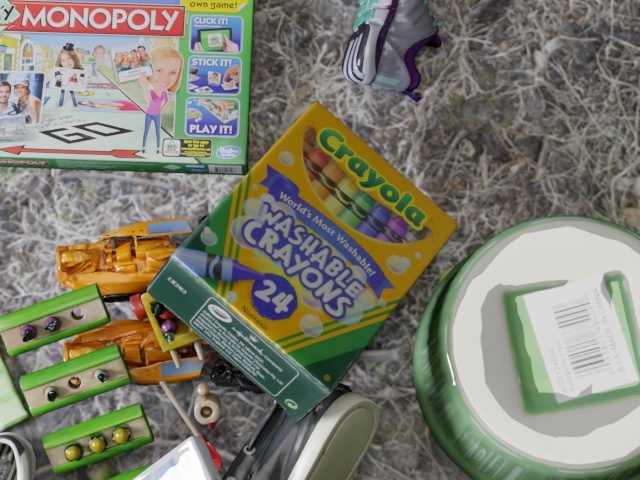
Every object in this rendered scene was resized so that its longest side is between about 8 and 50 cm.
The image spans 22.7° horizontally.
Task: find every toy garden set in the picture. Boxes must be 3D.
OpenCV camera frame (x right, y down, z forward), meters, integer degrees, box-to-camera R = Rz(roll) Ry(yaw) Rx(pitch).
[{"bbox_3d":[-0.193,0.162,1.625,0.204,0.049,0.244,-19,102,0],"label":"toy garden set"}]

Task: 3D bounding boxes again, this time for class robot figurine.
[{"bbox_3d":[-0.130,0.064,1.695,0.291,0.085,0.211,-7,78,-3],"label":"robot figurine"}]

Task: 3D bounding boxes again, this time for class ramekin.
[{"bbox_3d":[0.252,0.119,1.656,0.303,0.148,0.303,0,75,-1],"label":"ramekin"}]

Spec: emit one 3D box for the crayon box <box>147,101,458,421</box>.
[{"bbox_3d":[0.000,0.000,1.635,0.203,0.083,0.323,41,52,-1],"label":"crayon box"}]

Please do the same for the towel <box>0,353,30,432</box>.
[{"bbox_3d":[-0.400,0.174,1.697,0.152,0.023,0.113,-25,79,-10],"label":"towel"}]

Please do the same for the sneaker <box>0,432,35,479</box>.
[{"bbox_3d":[-0.361,0.315,1.620,0.094,0.091,0.258,13,75,2],"label":"sneaker"}]

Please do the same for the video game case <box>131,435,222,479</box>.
[{"bbox_3d":[-0.161,0.329,1.565,0.212,0.023,0.193,-38,61,19],"label":"video game case"}]

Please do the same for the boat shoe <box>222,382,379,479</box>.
[{"bbox_3d":[-0.079,0.280,1.627,0.113,0.127,0.340,33,91,34],"label":"boat shoe"}]

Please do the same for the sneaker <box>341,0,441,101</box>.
[{"bbox_3d":[0.098,-0.269,1.806,0.098,0.083,0.223,20,79,-17],"label":"sneaker"}]

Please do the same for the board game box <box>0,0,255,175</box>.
[{"bbox_3d":[-0.235,-0.184,1.780,0.317,0.046,0.213,2,76,-1],"label":"board game box"}]
